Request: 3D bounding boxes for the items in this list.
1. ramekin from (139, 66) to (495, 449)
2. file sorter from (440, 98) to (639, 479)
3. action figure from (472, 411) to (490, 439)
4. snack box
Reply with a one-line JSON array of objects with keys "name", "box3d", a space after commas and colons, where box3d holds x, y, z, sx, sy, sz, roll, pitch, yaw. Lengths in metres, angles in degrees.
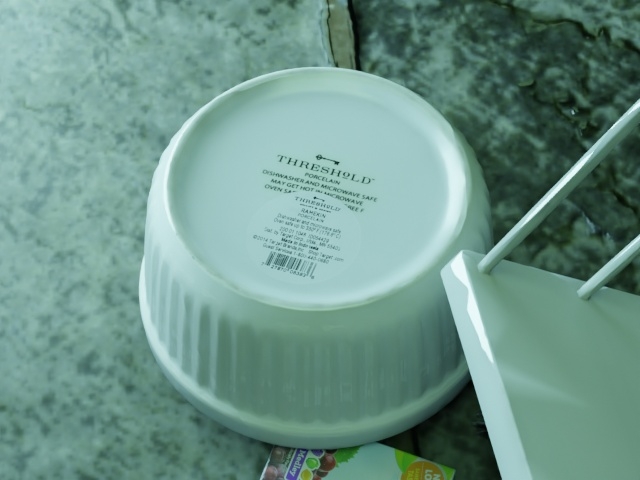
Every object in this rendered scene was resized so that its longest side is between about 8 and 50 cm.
[{"name": "ramekin", "box3d": [0.000, 0.000, 0.845, 0.207, 0.109, 0.207, 0, 54, 0]}, {"name": "file sorter", "box3d": [0.233, 0.068, 0.700, 0.277, 0.173, 0.193, 14, 45, -32]}, {"name": "action figure", "box3d": [0.121, 0.195, 0.749, 0.140, 0.164, 0.276, 6, 54, -16]}, {"name": "snack box", "box3d": [0.004, 0.175, 0.823, 0.100, 0.037, 0.141, 18, 66, 10]}]
